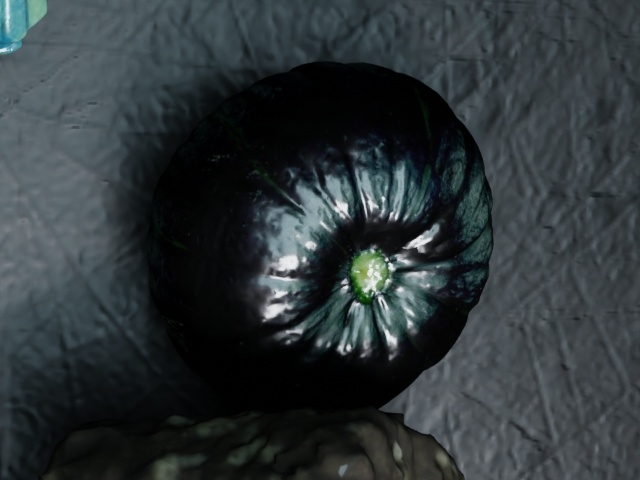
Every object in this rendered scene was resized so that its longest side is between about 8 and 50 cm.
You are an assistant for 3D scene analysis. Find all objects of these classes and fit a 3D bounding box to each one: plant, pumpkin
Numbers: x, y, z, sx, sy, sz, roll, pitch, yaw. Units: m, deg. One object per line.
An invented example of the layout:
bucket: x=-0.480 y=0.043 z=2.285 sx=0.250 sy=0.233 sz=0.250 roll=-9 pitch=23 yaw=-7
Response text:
plant: x=-0.078 y=0.206 z=0.901 sx=0.213 sy=0.312 sz=0.215 roll=26 pitch=53 yaw=-56
pumpkin: x=0.000 y=0.000 z=0.936 sx=0.202 sy=0.140 sz=0.202 roll=-10 pitch=112 yaw=-24

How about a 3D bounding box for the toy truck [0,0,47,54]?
toy truck: x=-0.211 y=-0.226 z=0.833 sx=0.155 sy=0.156 sz=0.279 roll=-4 pitch=100 yaw=-16
